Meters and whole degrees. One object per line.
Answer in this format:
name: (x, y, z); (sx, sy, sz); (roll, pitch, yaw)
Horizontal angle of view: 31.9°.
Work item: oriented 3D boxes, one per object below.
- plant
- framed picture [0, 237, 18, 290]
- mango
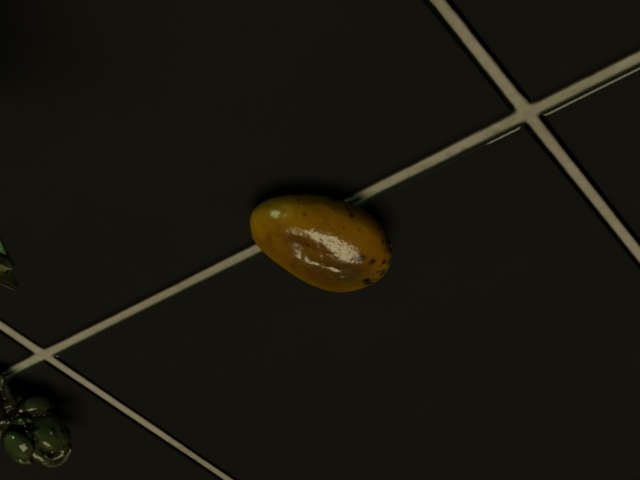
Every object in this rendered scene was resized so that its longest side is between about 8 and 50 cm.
plant: (-0.303, 0.159, 1.033); (0.174, 0.087, 0.085); (29, 161, -19)
framed picture: (-0.302, -0.098, 0.605); (0.019, 0.232, 0.296); (-45, 143, 9)
mango: (0.000, 0.000, 0.858); (0.114, 0.057, 0.079); (19, 139, -5)
